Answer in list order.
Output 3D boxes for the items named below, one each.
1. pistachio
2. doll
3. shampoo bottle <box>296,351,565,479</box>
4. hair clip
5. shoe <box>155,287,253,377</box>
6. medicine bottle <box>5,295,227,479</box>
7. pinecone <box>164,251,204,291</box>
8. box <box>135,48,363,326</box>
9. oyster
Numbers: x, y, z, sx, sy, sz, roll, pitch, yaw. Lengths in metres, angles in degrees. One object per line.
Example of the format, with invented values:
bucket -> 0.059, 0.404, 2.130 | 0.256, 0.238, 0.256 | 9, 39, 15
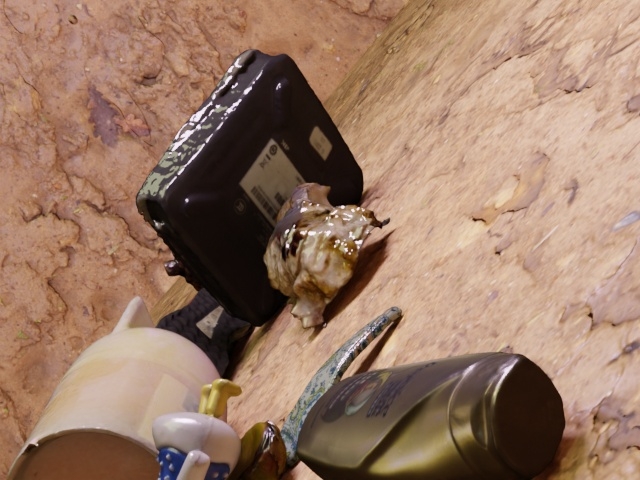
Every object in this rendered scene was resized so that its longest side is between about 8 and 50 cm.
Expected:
pistachio -> -0.080, 0.265, 1.488 | 0.173, 0.049, 0.089 | -45, 26, 47
doll -> -0.156, 0.289, 1.427 | 0.293, 0.119, 0.138 | -68, 8, -23
shampoo bottle -> 0.086, 0.151, 1.086 | 0.125, 0.084, 0.350 | -51, 10, -20
hair clip -> 0.015, 0.160, 1.511 | 0.229, 0.036, 0.066 | -52, 16, -14
shoe -> -0.226, 0.203, 2.170 | 0.171, 0.132, 0.336 | -56, -1, 24
medicine bottle -> -0.246, 0.250, 1.757 | 0.236, 0.236, 0.406 | -46, 11, 20
pinecone -> -0.160, 0.000, 2.422 | 0.273, 0.224, 0.224 | -27, 2, -19
box -> -0.096, -0.079, 2.109 | 0.091, 0.359, 0.350 | 18, 65, 43
oyster -> 0.004, -0.007, 1.937 | 0.198, 0.133, 0.337 | -40, 16, 12
